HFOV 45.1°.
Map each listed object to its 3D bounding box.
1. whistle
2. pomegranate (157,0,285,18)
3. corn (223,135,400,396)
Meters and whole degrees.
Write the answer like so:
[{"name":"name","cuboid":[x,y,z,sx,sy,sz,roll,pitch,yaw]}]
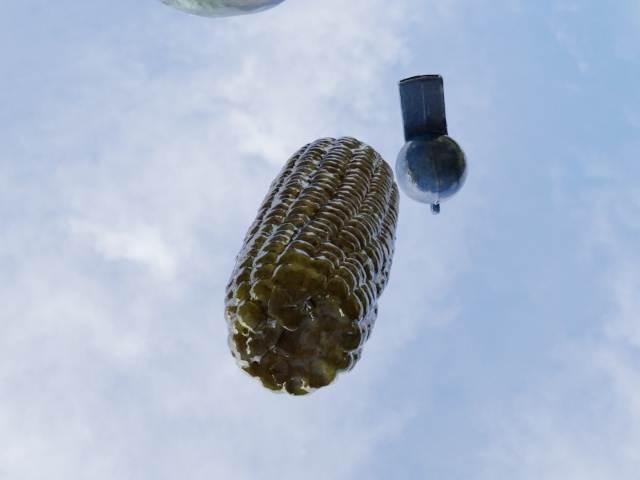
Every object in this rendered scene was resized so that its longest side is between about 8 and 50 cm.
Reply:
[{"name":"whistle","cuboid":[0.122,-0.098,0.863,0.090,0.158,0.090,-8,-149,5]},{"name":"pomegranate","cuboid":[-0.109,-0.357,0.832,0.235,0.236,0.302,13,-162,-7]},{"name":"corn","cuboid":[0.000,0.000,0.610,0.120,0.120,0.363,23,-158,1]}]
